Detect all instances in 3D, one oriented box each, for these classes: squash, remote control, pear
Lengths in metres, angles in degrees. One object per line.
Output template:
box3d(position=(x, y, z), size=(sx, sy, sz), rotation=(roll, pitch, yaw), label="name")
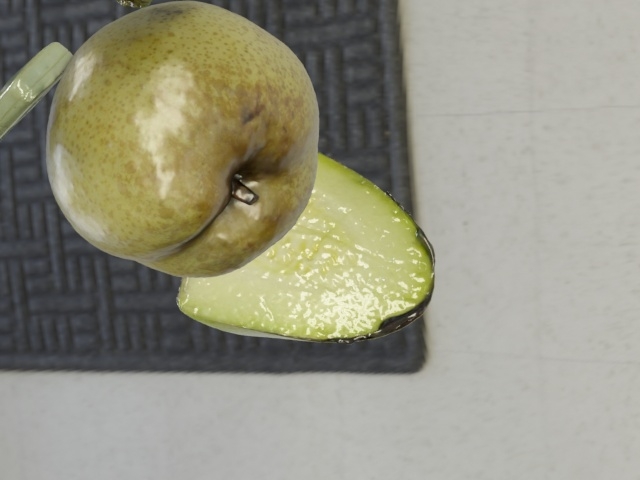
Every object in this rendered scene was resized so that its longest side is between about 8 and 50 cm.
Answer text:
box3d(position=(0.000, 0.000, 1.503), size=(0.155, 0.204, 0.236), rotation=(-29, 34, 55), label="squash")
box3d(position=(-0.346, -0.127, 1.601), size=(0.038, 0.098, 0.233), rotation=(44, 133, -10), label="remote control")
box3d(position=(-0.076, -0.055, 0.867), size=(0.137, 0.167, 0.167), rotation=(31, 111, 36), label="pear")

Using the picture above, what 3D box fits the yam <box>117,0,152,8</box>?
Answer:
box3d(position=(-0.086, -0.187, 0.781), size=(0.054, 0.054, 0.132), rotation=(30, 97, 28), label="yam")
